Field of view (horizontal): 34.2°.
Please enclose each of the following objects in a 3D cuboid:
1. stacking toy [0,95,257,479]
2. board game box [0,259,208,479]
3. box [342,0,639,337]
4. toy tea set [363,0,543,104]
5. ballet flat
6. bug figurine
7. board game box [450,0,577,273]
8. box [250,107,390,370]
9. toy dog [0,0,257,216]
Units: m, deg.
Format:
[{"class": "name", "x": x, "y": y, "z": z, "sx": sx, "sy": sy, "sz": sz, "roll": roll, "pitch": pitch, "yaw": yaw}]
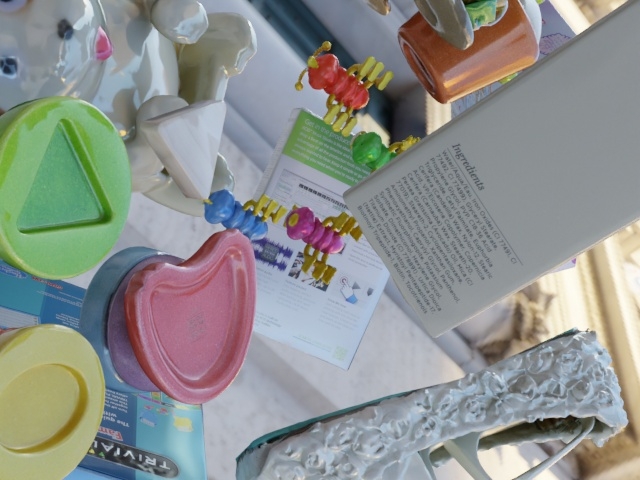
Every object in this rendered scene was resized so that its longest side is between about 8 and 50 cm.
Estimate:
[{"class": "stacking toy", "x": -0.196, "y": 0.022, "z": 0.836, "sx": 0.130, "sy": 0.280, "sz": 0.309, "roll": 6, "pitch": -168, "yaw": 34}, {"class": "board game box", "x": -0.246, "y": 0.155, "z": 1.028, "sx": 0.079, "sy": 0.253, "sz": 0.336, "roll": -63, "pitch": -162, "yaw": 18}, {"class": "box", "x": 0.157, "y": -0.060, "z": 0.622, "sx": 0.275, "sy": 0.113, "sz": 0.094, "roll": -32, "pitch": 179, "yaw": 22}, {"class": "toy tea set", "x": 0.098, "y": -0.228, "z": 0.764, "sx": 0.124, "sy": 0.200, "sz": 0.336, "roll": -33, "pitch": 172, "yaw": -1}, {"class": "ballet flat", "x": 0.126, "y": 0.197, "z": 1.011, "sx": 0.408, "sy": 0.147, "sz": 0.147, "roll": -17, "pitch": -159, "yaw": -16}, {"class": "bug figurine", "x": -0.005, "y": -0.078, "z": 1.199, "sx": 0.279, "sy": 0.216, "sz": 0.072, "roll": -51, "pitch": -143, "yaw": 3}, {"class": "board game box", "x": 0.241, "y": -0.174, "z": 1.307, "sx": 0.066, "sy": 0.319, "sz": 0.318, "roll": -14, "pitch": -135, "yaw": -6}, {"class": "box", "x": 0.000, "y": 0.000, "z": 1.510, "sx": 0.322, "sy": 0.232, "sz": 0.058, "roll": -65, "pitch": -161, "yaw": 0}, {"class": "toy dog", "x": -0.304, "y": -0.223, "z": 1.277, "sx": 0.395, "sy": 0.408, "sz": 0.285, "roll": 17, "pitch": -90, "yaw": 19}]
